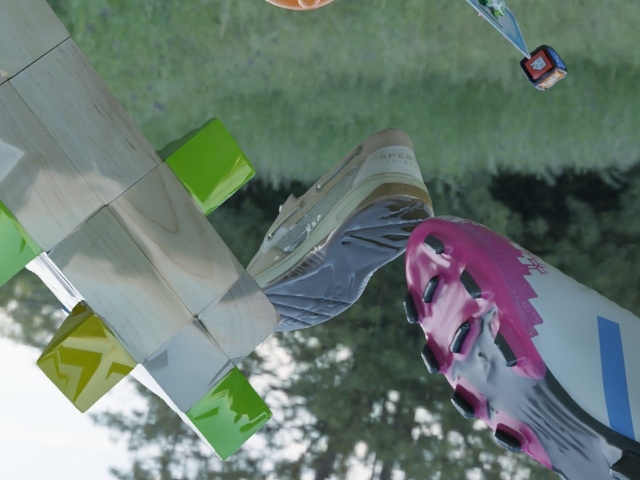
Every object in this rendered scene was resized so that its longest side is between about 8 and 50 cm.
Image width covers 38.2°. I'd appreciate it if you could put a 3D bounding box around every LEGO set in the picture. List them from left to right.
[{"bbox_3d":[0.060,-0.187,0.583,0.244,0.182,0.060,32,126,-33],"label":"LEGO set"}]

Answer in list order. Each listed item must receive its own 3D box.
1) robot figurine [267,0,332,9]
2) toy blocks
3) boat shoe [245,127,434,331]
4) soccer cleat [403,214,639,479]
[{"bbox_3d":[-0.019,-0.318,0.945,0.158,0.219,0.128,-12,128,8],"label":"robot figurine"},{"bbox_3d":[-0.196,-0.034,0.694,0.381,0.191,0.261,55,160,-21],"label":"toy blocks"},{"bbox_3d":[0.000,0.000,0.939,0.109,0.098,0.302,15,142,-29],"label":"boat shoe"},{"bbox_3d":[0.184,0.094,0.609,0.143,0.116,0.331,-13,-136,-28],"label":"soccer cleat"}]
